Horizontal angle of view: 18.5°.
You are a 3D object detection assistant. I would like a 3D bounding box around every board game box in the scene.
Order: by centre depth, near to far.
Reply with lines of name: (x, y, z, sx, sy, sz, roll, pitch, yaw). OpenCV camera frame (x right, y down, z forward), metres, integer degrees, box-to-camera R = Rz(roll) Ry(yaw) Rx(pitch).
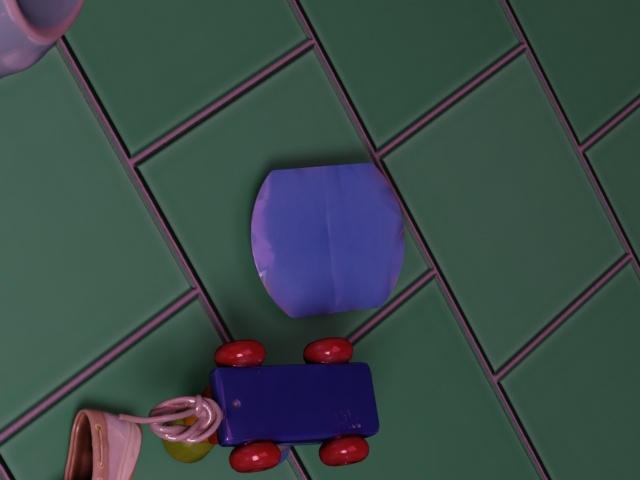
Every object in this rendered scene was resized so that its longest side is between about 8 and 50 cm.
board game box: (0.000, 0.000, 1.782, 0.169, 0.033, 0.133, -6, 90, -35)

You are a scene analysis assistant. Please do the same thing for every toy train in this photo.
toy train: (-0.089, 0.148, 1.616, 0.248, 0.143, 0.105, 0, 73, -34)

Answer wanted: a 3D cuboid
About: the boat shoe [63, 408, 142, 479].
boat shoe: (-0.191, 0.214, 1.568, 0.059, 0.063, 0.170, 28, 56, -29)

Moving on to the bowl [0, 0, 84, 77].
bowl: (-0.266, -0.237, 1.428, 0.311, 0.163, 0.311, 7, 90, -75)
